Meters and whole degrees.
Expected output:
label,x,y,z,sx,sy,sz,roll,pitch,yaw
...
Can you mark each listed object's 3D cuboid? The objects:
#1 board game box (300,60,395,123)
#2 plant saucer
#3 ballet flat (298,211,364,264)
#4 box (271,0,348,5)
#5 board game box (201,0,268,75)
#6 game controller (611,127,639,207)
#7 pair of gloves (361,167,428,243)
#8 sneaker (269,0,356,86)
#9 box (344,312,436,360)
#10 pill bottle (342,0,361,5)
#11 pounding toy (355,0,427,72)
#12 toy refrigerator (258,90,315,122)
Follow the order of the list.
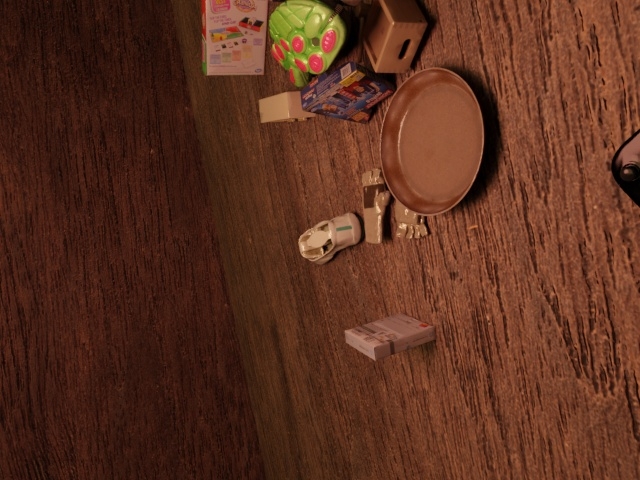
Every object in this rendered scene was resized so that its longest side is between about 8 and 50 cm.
label,x,y,z,sx,sy,sz,roll,pitch,yaw
board game box,0.084,-0.372,1.187,0.194,0.194,0.060,-22,68,43
plant saucer,0.243,-0.210,1.012,0.310,0.050,0.311,16,109,56
ballet flat,0.000,0.000,1.536,0.400,0.139,0.139,-30,73,64
box,-0.039,-0.705,1.197,0.142,0.247,0.164,45,138,48
board game box,-0.326,-0.796,1.764,0.064,0.242,0.317,55,145,44
game controller,0.499,-0.132,0.526,0.167,0.067,0.319,66,152,26
pair of gloves,0.186,-0.098,1.215,0.240,0.042,0.205,-8,87,59
sneaker,-0.009,-0.530,1.177,0.185,0.202,0.483,50,180,-17
box,0.178,0.244,1.198,0.145,0.186,0.038,14,115,62
pill bottle,0.115,-0.631,0.920,0.283,0.161,0.161,-39,63,40
pounding toy,0.152,-0.488,1.083,0.181,0.094,0.206,110,150,-55
toy refrigerator,-0.123,-0.464,1.637,0.269,0.102,0.094,18,116,61
